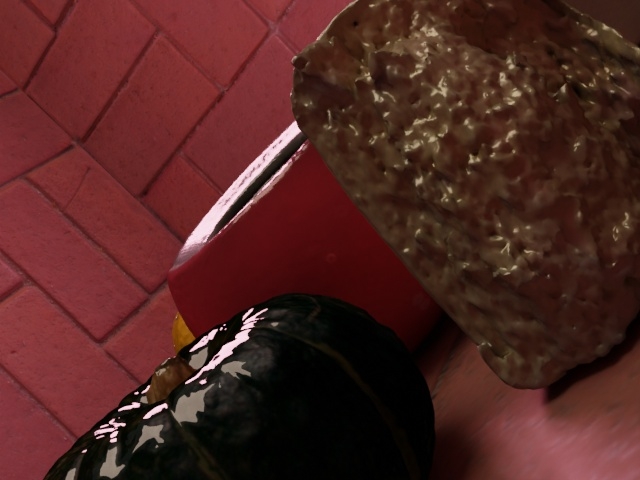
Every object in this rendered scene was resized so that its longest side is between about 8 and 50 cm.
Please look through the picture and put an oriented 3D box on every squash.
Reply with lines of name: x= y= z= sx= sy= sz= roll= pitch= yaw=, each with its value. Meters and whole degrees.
squash: x=-0.049 y=0.140 z=0.517 sx=0.252 sy=0.165 sz=0.252 roll=-44 pitch=4 yaw=4

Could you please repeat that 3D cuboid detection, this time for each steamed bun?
steamed bun: x=0.106 y=-0.064 z=0.503 sx=0.170 sy=0.225 sz=0.200 roll=-44 pitch=1 yaw=30

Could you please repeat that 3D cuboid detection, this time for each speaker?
speaker: x=0.000 y=0.000 z=0.801 sx=0.294 sy=0.294 sz=0.294 roll=-46 pitch=2 yaw=3

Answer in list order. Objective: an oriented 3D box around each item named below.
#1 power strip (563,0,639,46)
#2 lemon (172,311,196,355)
power strip: x=0.343 y=-0.350 z=1.123 sx=0.139 sy=0.224 sz=0.140 roll=-46 pitch=2 yaw=15
lemon: x=-0.119 y=0.137 z=1.323 sx=0.204 sy=0.204 sz=0.260 roll=-44 pitch=22 yaw=41
